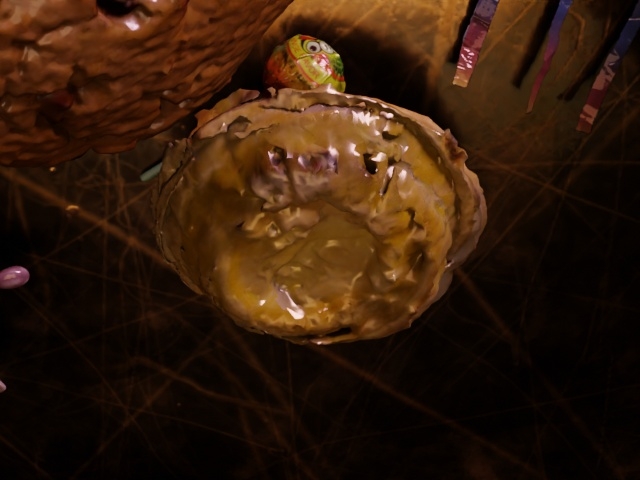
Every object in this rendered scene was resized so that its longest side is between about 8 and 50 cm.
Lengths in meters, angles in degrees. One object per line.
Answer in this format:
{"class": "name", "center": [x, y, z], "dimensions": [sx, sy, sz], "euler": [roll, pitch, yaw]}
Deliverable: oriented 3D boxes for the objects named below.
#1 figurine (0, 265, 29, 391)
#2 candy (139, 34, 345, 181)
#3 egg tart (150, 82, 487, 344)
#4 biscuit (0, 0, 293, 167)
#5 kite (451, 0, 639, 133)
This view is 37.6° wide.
{"class": "figurine", "center": [-0.377, 0.085, 0.792], "dimensions": [0.205, 0.103, 0.260], "euler": [17, 127, -42]}
{"class": "candy", "center": [-0.068, -0.095, 0.740], "dimensions": [0.201, 0.060, 0.060], "euler": [-29, 119, 25]}
{"class": "egg tart", "center": [0.000, 0.000, 0.744], "dimensions": [0.278, 0.095, 0.279], "euler": [-3, 137, -3]}
{"class": "biscuit", "center": [-0.111, -0.148, 0.590], "dimensions": [0.075, 0.296, 0.296], "euler": [50, 115, 17]}
{"class": "kite", "center": [0.213, -0.256, 0.662], "dimensions": [0.204, 0.022, 0.360], "euler": [18, 116, -13]}
